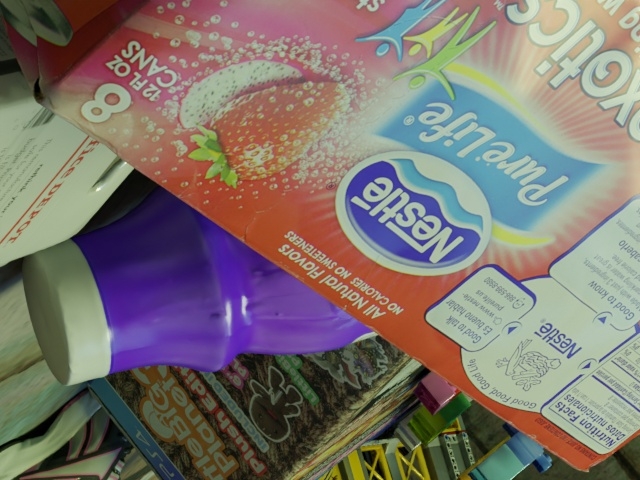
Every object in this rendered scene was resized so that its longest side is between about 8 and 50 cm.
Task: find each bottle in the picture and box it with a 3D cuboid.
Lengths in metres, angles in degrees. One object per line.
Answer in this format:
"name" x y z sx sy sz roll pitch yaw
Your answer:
"bottle" 0.000 0.000 0.924 0.283 0.092 0.118 -15 -157 -20

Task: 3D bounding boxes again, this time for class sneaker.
"sneaker" -0.158 0.153 1.255 0.178 0.077 0.072 -35 171 -30

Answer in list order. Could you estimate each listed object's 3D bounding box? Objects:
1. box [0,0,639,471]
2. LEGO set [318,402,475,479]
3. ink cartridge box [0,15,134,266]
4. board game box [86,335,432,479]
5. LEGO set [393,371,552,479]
"box" 0.035 -0.055 0.536 0.128 0.122 0.257 -42 135 14
"LEGO set" -0.049 0.141 1.460 0.255 0.192 0.331 -3 161 -43
"ink cartridge box" -0.120 -0.033 0.578 0.104 0.060 0.180 -46 169 31
"board game box" 0.024 0.027 1.169 0.232 0.141 0.291 -32 168 -37
"LEGO set" 0.116 0.111 1.216 0.093 0.087 0.227 -38 172 -10
